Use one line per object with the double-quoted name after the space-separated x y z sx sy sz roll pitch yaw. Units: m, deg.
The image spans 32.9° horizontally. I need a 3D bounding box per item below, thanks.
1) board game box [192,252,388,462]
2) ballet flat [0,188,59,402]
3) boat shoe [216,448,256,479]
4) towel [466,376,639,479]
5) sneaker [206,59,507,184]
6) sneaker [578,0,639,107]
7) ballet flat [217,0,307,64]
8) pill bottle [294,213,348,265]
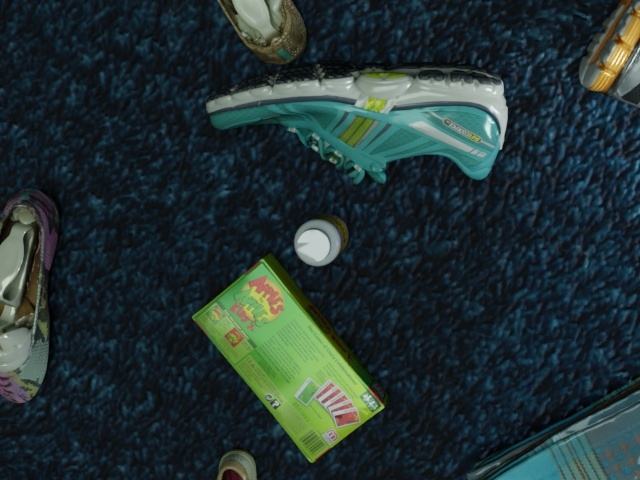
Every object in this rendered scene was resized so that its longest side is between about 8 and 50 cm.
-0.028 0.112 1.043 0.092 0.043 0.181 -39 90 11 "board game box"
-0.303 0.059 1.063 0.077 0.079 0.221 11 99 7 "ballet flat"
-0.081 0.277 1.072 0.050 0.045 0.135 -10 95 10 "boat shoe"
0.342 0.308 0.995 0.271 0.040 0.370 -30 91 4 "towel"
0.029 -0.104 0.981 0.275 0.107 0.110 4 107 9 "sneaker"
0.312 -0.210 0.936 0.083 0.084 0.215 30 105 -9 "sneaker"
-0.080 -0.254 0.993 0.073 0.067 0.206 -36 90 12 "ballet flat"
0.000 0.000 1.004 0.043 0.083 0.043 1 98 9 "pill bottle"
